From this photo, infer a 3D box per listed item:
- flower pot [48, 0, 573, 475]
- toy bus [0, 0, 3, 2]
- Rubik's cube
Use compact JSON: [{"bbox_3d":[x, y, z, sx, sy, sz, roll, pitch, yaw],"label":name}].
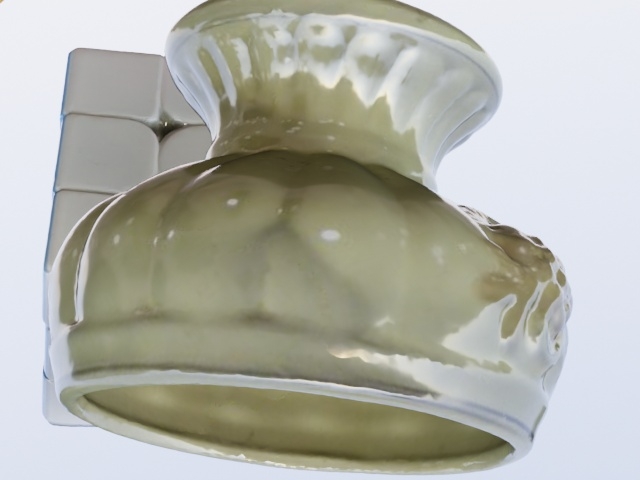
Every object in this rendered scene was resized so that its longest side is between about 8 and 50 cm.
[{"bbox_3d":[0.000,0.000,0.799,0.307,0.244,0.307,5,163,2],"label":"flower pot"},{"bbox_3d":[-0.214,-0.169,0.696,0.074,0.069,0.162,-33,168,-8],"label":"toy bus"},{"bbox_3d":[-0.130,0.009,1.373,0.291,0.291,0.290,4,-127,-7],"label":"Rubik's cube"}]
